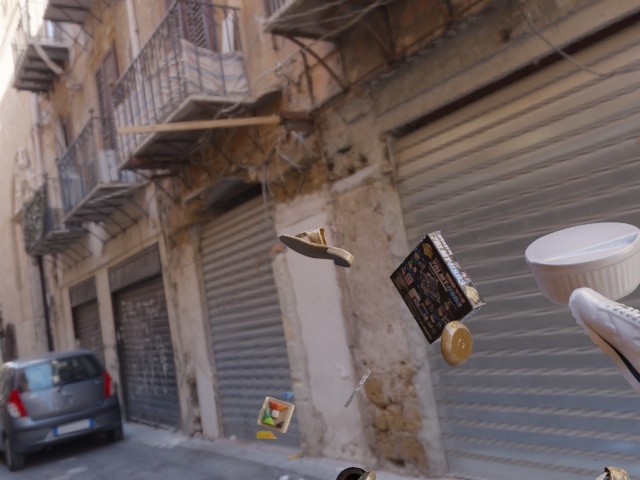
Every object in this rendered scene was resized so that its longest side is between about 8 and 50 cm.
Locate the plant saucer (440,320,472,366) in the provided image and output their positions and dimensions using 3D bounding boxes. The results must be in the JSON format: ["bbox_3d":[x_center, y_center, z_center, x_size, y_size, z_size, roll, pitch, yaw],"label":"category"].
[{"bbox_3d":[0.251,0.188,1.105,0.083,0.083,0.015,-5,-2,-37],"label":"plant saucer"}]

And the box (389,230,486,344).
[{"bbox_3d":[0.392,0.166,2.088,0.073,0.296,0.293,-15,-26,-32],"label":"box"}]

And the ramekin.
[{"bbox_3d":[0.651,0.061,1.493,0.272,0.127,0.273,-17,12,4],"label":"ramekin"}]

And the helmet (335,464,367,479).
[{"bbox_3d":[0.120,0.892,2.151,0.169,0.169,0.161,-10,19,6],"label":"helmet"}]

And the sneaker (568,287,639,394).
[{"bbox_3d":[0.502,0.146,0.982,0.090,0.235,0.095,-2,-52,-27],"label":"sneaker"}]

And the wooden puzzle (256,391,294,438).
[{"bbox_3d":[-0.104,0.405,1.411,0.078,0.116,0.014,8,-24,10],"label":"wooden puzzle"}]

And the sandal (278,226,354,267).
[{"bbox_3d":[0.002,0.004,1.680,0.240,0.079,0.088,18,-25,33],"label":"sandal"}]

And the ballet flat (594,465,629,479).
[{"bbox_3d":[0.703,0.663,1.542,0.067,0.206,0.073,31,-11,8],"label":"ballet flat"}]

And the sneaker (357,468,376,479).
[{"bbox_3d":[0.112,0.738,1.699,0.192,0.086,0.064,-37,-6,-42],"label":"sneaker"}]

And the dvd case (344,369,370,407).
[{"bbox_3d":[0.121,0.481,1.976,0.119,0.013,0.087,-37,-23,-59],"label":"dvd case"}]
